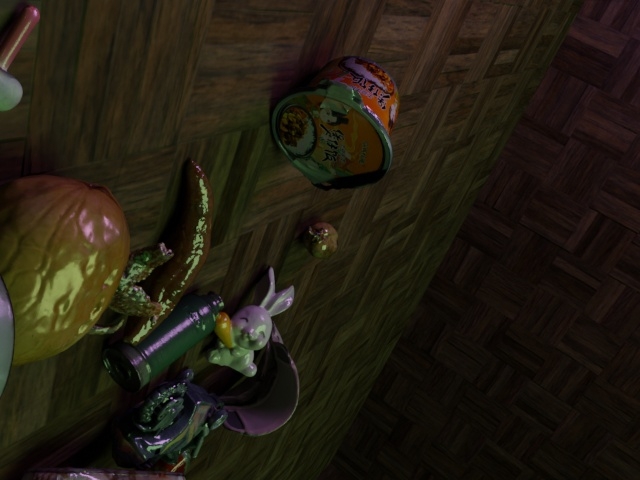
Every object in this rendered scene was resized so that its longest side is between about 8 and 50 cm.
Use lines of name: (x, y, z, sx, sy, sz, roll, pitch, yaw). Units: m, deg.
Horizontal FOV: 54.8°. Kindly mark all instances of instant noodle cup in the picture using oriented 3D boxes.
instant noodle cup: (0.037, -0.177, 0.872, 0.125, 0.177, 0.208, -60, -173, -32)

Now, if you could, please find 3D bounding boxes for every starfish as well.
starfish: (-0.235, 0.041, 0.696, 0.150, 0.053, 0.210, -28, 145, 4)

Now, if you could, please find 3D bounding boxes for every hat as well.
hat: (-0.104, 0.300, 1.253, 0.219, 0.226, 0.164, -51, 140, -7)

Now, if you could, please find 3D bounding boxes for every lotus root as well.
lotus root: (0.000, 0.000, 1.204, 0.152, 0.063, 0.072, 35, 70, -72)

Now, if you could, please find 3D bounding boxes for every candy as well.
candy: (-0.324, 0.462, 1.178, 0.292, 0.059, 0.086, -40, 156, -38)

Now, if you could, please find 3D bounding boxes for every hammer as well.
hammer: (-0.234, -0.139, 0.460, 0.083, 0.031, 0.052, -61, 165, -5)

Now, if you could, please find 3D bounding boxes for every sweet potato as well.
sweet potato: (-0.186, 0.020, 0.798, 0.078, 0.058, 0.255, 13, 107, -48)

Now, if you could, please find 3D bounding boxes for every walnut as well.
walnut: (-0.246, 0.025, 0.527, 0.180, 0.144, 0.144, -53, 161, 3)

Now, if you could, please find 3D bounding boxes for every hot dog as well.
hot dog: (-0.311, 0.369, 0.894, 0.144, 0.075, 0.268, -21, 152, 38)

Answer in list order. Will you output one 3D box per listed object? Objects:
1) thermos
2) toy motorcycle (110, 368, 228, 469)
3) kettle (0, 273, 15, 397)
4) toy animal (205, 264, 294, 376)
thermos: (-0.214, 0.137, 0.890, 0.187, 0.073, 0.083, -37, 152, -44)
toy motorcycle: (-0.257, 0.310, 1.038, 0.173, 0.108, 0.307, -43, 160, -10)
kettle: (-0.353, 0.077, 0.360, 0.221, 0.161, 0.236, -28, 166, 16)
toy animal: (-0.133, 0.142, 1.110, 0.182, 0.131, 0.127, -56, -165, 22)
